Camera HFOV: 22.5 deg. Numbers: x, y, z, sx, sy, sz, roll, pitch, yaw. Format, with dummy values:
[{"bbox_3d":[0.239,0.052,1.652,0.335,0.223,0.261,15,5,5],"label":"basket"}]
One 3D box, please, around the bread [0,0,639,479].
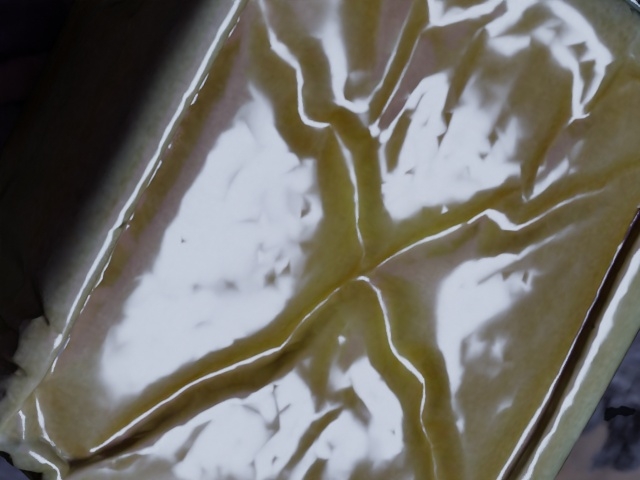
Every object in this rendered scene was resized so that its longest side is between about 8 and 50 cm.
[{"bbox_3d":[0.000,-0.002,0.492,0.192,0.110,0.210,21,101,-27],"label":"bread"}]
